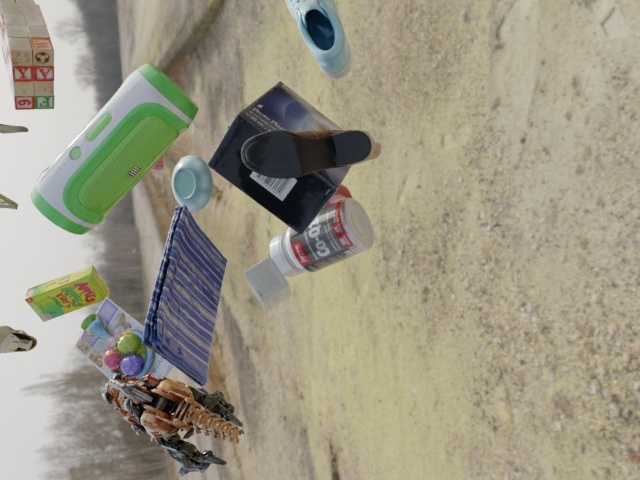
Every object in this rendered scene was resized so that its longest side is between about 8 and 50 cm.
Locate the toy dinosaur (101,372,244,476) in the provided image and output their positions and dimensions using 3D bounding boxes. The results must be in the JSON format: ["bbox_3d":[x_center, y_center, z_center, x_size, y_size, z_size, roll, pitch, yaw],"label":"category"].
[{"bbox_3d":[-0.265,0.319,0.987,0.322,0.164,0.218,27,162,48],"label":"toy dinosaur"}]

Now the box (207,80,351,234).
[{"bbox_3d":[-0.078,-0.225,1.427,0.183,0.296,0.294,-50,7,33],"label":"box"}]

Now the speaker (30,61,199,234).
[{"bbox_3d":[-0.343,-0.151,0.926,0.296,0.131,0.131,-47,30,3],"label":"speaker"}]

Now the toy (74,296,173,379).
[{"bbox_3d":[-0.439,0.241,1.202,0.237,0.137,0.056,33,178,22],"label":"toy"}]

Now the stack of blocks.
[{"bbox_3d":[-0.711,-0.478,1.318,0.297,0.087,0.171,62,145,27],"label":"stack of blocks"}]

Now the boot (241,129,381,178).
[{"bbox_3d":[-0.009,-0.192,1.166,0.280,0.263,0.096,-48,-54,-78],"label":"boot"}]

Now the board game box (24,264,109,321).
[{"bbox_3d":[-0.665,0.140,1.452,0.043,0.181,0.092,-115,6,-51],"label":"board game box"}]

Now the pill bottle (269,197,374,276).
[{"bbox_3d":[0.000,0.000,1.614,0.283,0.161,0.161,-25,65,28],"label":"pill bottle"}]

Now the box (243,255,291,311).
[{"bbox_3d":[-0.139,0.116,1.460,0.102,0.087,0.101,55,169,20],"label":"box"}]

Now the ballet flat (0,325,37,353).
[{"bbox_3d":[-0.627,0.204,1.120,0.168,0.052,0.057,117,174,-82],"label":"ballet flat"}]

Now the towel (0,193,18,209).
[{"bbox_3d":[-0.986,-0.123,1.634,0.237,0.102,0.021,150,120,-76],"label":"towel"}]

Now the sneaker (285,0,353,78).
[{"bbox_3d":[-0.013,-0.631,1.514,0.366,0.135,0.150,63,-174,13],"label":"sneaker"}]

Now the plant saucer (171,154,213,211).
[{"bbox_3d":[-0.448,-0.193,1.871,0.194,0.037,0.195,5,99,33],"label":"plant saucer"}]

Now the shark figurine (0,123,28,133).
[{"bbox_3d":[-0.732,-0.216,1.137,0.278,0.166,0.116,-38,82,29],"label":"shark figurine"}]

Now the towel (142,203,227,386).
[{"bbox_3d":[-0.278,0.120,1.202,0.243,0.040,0.336,62,-155,-51],"label":"towel"}]

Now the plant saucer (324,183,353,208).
[{"bbox_3d":[-0.047,-0.177,1.760,0.258,0.259,0.048,-13,52,64],"label":"plant saucer"}]

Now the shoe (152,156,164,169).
[{"bbox_3d":[-0.513,-0.251,1.547,0.063,0.177,0.081,-41,-38,-55],"label":"shoe"}]
